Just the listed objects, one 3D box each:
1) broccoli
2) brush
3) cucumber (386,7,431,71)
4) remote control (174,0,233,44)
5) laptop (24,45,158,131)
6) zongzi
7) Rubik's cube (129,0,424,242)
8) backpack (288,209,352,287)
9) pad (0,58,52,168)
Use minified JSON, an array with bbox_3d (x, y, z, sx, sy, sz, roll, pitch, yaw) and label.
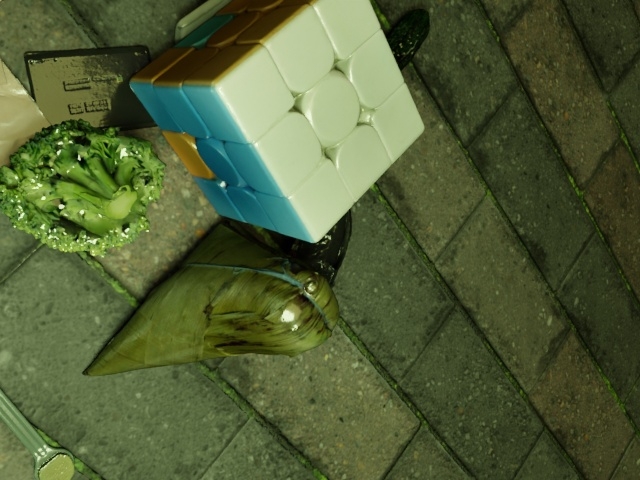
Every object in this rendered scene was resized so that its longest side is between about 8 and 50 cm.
[{"bbox_3d":[-0.345,-0.077,0.954,0.176,0.226,0.198,10,93,9],"label":"broccoli"},{"bbox_3d":[-0.465,0.277,0.997,0.062,0.027,0.266,-39,114,-25],"label":"brush"},{"bbox_3d":[0.152,-0.381,1.319,0.265,0.077,0.077,-50,118,-19],"label":"cucumber"},{"bbox_3d":[-0.152,-0.420,1.123,0.029,0.067,0.261,45,68,1],"label":"remote control"},{"bbox_3d":[-0.352,-0.236,1.033,0.197,0.016,0.135,-15,102,-32],"label":"laptop"},{"bbox_3d":[-0.175,0.143,1.012,0.360,0.323,0.160,-39,122,-21],"label":"zongzi"},{"bbox_3d":[-0.067,-0.212,1.038,0.291,0.291,0.290,-46,124,-20],"label":"Rubik's cube"},{"bbox_3d":[0.000,0.000,1.232,0.105,0.120,0.165,12,65,5],"label":"backpack"},{"bbox_3d":[-0.472,-0.179,0.958,0.113,0.006,0.188,-40,113,-17],"label":"pad"}]
